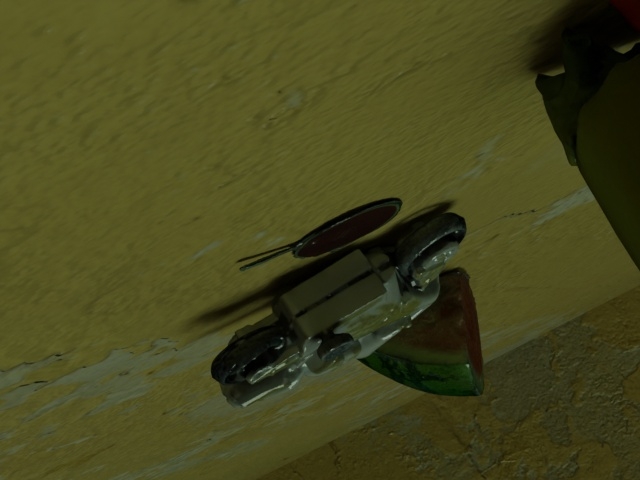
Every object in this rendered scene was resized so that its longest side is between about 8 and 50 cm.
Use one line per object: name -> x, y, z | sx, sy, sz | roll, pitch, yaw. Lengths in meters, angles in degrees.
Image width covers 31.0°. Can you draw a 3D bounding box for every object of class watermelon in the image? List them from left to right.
watermelon -> 0.093, 0.109, 1.220 | 0.146, 0.128, 0.231 | -10, 172, 10

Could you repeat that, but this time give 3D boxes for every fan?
fan -> 0.000, 0.000, 0.787 | 0.133, 0.005, 0.085 | -19, 166, -32

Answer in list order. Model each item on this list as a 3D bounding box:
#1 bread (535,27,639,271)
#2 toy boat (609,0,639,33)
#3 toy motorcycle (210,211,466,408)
bread -> 0.302, 0.008, 0.566 | 0.251, 0.376, 0.208 | -22, 165, -21
toy boat -> 0.219, -0.152, 0.323 | 0.133, 0.145, 0.332 | -46, 177, -23
toy motorcycle -> 0.018, 0.058, 0.905 | 0.229, 0.074, 0.151 | -34, 163, -5
